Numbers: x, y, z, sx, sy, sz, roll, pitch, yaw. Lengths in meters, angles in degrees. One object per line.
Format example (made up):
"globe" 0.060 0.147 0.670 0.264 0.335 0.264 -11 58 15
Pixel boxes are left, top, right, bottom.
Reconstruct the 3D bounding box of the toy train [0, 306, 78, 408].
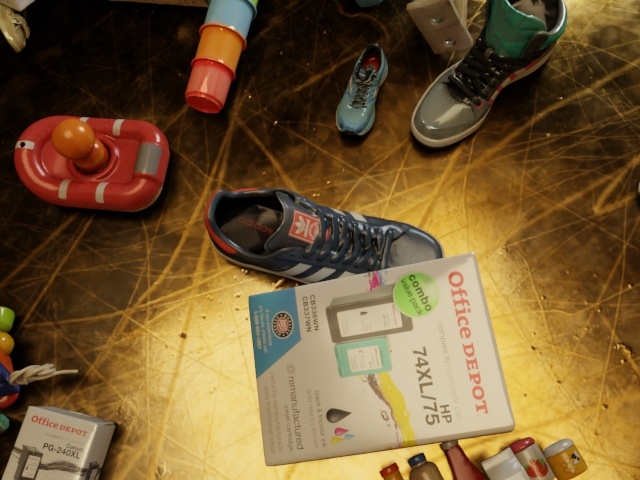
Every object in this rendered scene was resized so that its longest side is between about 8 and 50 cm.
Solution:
"toy train" -0.466 0.157 0.886 0.248 0.105 0.143 -11 50 -3

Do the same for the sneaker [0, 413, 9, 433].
"sneaker" -0.515 0.295 0.866 0.167 0.065 0.076 -18 87 3

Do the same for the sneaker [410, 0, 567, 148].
"sneaker" 0.254 -0.271 0.902 0.295 0.178 0.124 -43 73 -8

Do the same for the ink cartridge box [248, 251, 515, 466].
"ink cartridge box" 0.078 0.154 0.754 0.270 0.197 0.198 -12 71 10

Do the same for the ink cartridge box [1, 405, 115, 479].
"ink cartridge box" -0.362 0.310 0.834 0.109 0.063 0.150 11 73 10

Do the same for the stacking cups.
"stacking cups" -0.159 -0.369 1.023 0.096 0.096 0.316 11 73 10

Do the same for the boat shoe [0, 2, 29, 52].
"boat shoe" -0.544 -0.402 1.098 0.048 0.056 0.153 -19 61 -3

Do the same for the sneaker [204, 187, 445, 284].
"sneaker" 0.000 0.000 0.855 0.350 0.148 0.131 7 73 8

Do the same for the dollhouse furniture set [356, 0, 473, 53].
"dollhouse furniture set" 0.142 -0.383 0.998 0.184 0.129 0.129 -4 70 30

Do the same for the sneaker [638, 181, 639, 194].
"sneaker" 0.532 -0.114 0.881 0.175 0.067 0.064 -37 73 -5

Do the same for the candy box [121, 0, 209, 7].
"candy box" -0.299 -0.506 1.078 0.234 0.071 0.159 7 88 8

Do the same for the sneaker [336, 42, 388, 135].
"sneaker" 0.062 -0.242 0.968 0.063 0.073 0.162 13 73 10

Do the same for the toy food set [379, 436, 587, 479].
"toy food set" 0.194 0.283 0.759 0.232 0.111 0.104 -27 71 -1

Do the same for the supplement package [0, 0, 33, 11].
"supplement package" -0.529 -0.565 1.017 0.145 0.261 0.204 26 60 14

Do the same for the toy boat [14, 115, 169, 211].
"toy boat" -0.357 -0.134 0.935 0.231 0.151 0.150 4 72 7
